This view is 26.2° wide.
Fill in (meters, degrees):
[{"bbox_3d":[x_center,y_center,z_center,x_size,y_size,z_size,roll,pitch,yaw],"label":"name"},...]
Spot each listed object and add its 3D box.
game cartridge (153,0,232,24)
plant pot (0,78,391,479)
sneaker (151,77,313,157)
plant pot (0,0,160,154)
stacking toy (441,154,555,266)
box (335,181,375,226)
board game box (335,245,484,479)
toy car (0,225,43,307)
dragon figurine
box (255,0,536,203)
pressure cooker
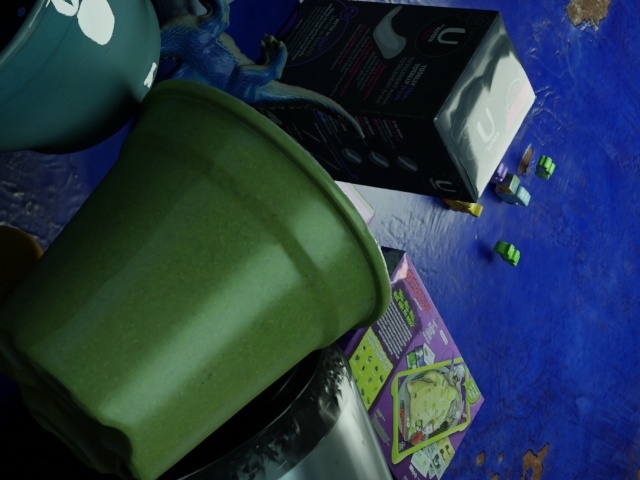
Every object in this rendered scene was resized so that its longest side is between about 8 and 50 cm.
[{"bbox_3d":[-0.090,-0.369,1.451,0.294,0.060,0.196,-41,133,-39],"label":"game cartridge"},{"bbox_3d":[-0.127,0.054,1.127,0.254,0.276,0.276,-47,134,-23],"label":"plant pot"},{"bbox_3d":[-0.114,-0.077,1.484,0.229,0.086,0.132,24,85,-42],"label":"sneaker"},{"bbox_3d":[-0.265,-0.186,1.117,0.255,0.272,0.271,34,71,-67],"label":"plant pot"},{"bbox_3d":[0.262,-0.082,1.992,0.221,0.052,0.167,42,68,-51],"label":"stacking toy"},{"bbox_3d":[0.000,0.000,1.685,0.116,0.029,0.162,48,60,-46],"label":"box"},{"bbox_3d":[0.111,0.195,1.869,0.208,0.056,0.347,-53,137,-24],"label":"board game box"},{"bbox_3d":[-0.326,0.061,1.204,0.182,0.159,0.136,-33,162,-46],"label":"toy car"},{"bbox_3d":[-0.106,-0.152,1.356,0.289,0.085,0.144,37,87,-17],"label":"dragon figurine"},{"bbox_3d":[0.075,-0.161,1.538,0.165,0.270,0.143,-58,138,-24],"label":"box"},{"bbox_3d":[-0.084,0.317,1.335,0.370,0.376,0.420,-69,143,-60],"label":"pressure cooker"}]
